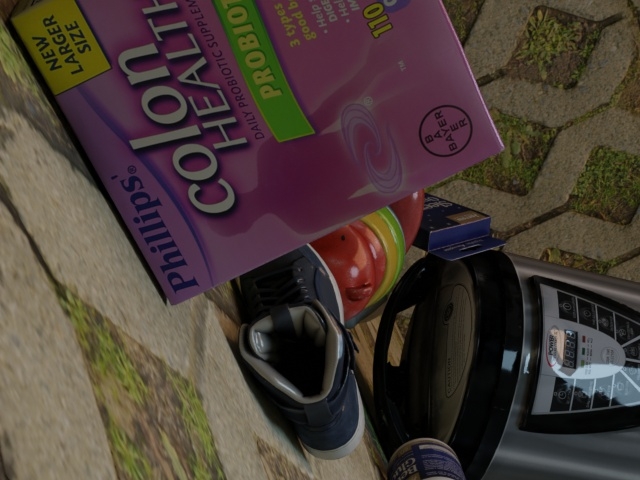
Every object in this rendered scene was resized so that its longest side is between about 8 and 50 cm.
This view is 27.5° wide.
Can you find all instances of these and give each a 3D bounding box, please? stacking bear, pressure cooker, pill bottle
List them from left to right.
[{"bbox_3d":[0.022,0.014,1.559,0.289,0.175,0.164,-58,154,-74],"label":"stacking bear"},{"bbox_3d":[0.134,0.312,1.563,0.169,0.094,0.094,-103,168,-73],"label":"pill bottle"},{"bbox_3d":[0.277,0.207,1.865,0.370,0.420,0.375,-105,-150,-67],"label":"pressure cooker"}]

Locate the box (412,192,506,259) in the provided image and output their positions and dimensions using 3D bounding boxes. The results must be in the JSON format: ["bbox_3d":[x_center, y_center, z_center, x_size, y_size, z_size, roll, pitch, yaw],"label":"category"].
[{"bbox_3d":[0.143,-0.031,1.862,0.225,0.136,0.036,24,-64,40],"label":"box"}]

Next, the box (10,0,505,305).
[{"bbox_3d":[-0.039,-0.114,0.851,0.117,0.243,0.213,-105,170,-68],"label":"box"}]

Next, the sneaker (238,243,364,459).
[{"bbox_3d":[-0.027,0.056,1.089,0.163,0.086,0.226,63,4,-62],"label":"sneaker"}]

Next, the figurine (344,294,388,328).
[{"bbox_3d":[0.000,0.000,1.923,0.209,0.092,0.215,55,8,-23],"label":"figurine"}]

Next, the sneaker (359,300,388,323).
[{"bbox_3d":[0.044,0.001,2.192,0.292,0.108,0.169,88,-20,-57],"label":"sneaker"}]
